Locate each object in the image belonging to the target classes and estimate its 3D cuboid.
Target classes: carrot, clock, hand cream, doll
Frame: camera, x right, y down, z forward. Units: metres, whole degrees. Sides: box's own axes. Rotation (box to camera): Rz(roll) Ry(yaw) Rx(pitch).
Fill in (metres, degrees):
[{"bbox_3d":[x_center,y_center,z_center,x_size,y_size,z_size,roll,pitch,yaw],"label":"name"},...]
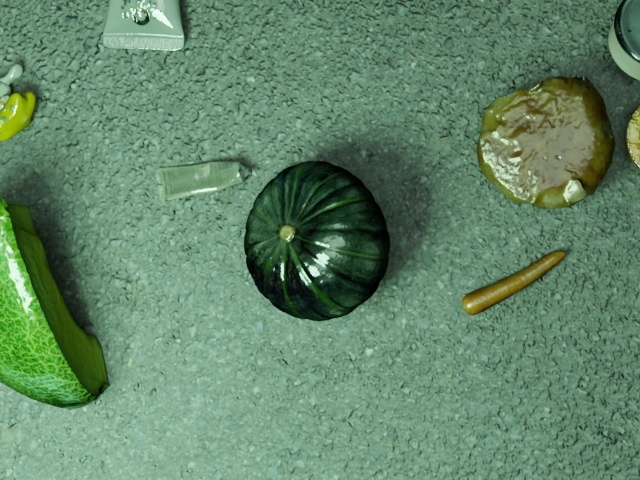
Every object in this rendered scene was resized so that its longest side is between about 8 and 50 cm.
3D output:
[{"bbox_3d":[0.315,0.067,1.846,0.190,0.037,0.037,-28,86,0],"label":"carrot"},{"bbox_3d":[0.539,-0.328,1.805,0.155,0.063,0.229,-2,72,3],"label":"clock"},{"bbox_3d":[-0.194,-0.104,1.901,0.165,0.037,0.057,-8,87,12],"label":"hand cream"},{"bbox_3d":[-0.295,-0.474,1.900,0.139,0.089,0.314,0,96,7],"label":"hand cream"},{"bbox_3d":[-0.531,-0.234,1.923,0.113,0.071,0.135,13,82,24],"label":"doll"}]

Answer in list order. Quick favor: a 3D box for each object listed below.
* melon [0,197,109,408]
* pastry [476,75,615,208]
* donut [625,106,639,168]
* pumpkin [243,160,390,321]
[{"bbox_3d":[-0.476,0.119,1.834,0.331,0.226,0.343,-28,84,43],"label":"melon"},{"bbox_3d":[0.362,-0.163,1.816,0.218,0.100,0.229,36,96,9],"label":"pastry"},{"bbox_3d":[0.559,-0.161,1.819,0.152,0.058,0.152,0,88,4],"label":"donut"},{"bbox_3d":[0.000,0.000,1.794,0.250,0.216,0.250,8,104,35],"label":"pumpkin"}]
